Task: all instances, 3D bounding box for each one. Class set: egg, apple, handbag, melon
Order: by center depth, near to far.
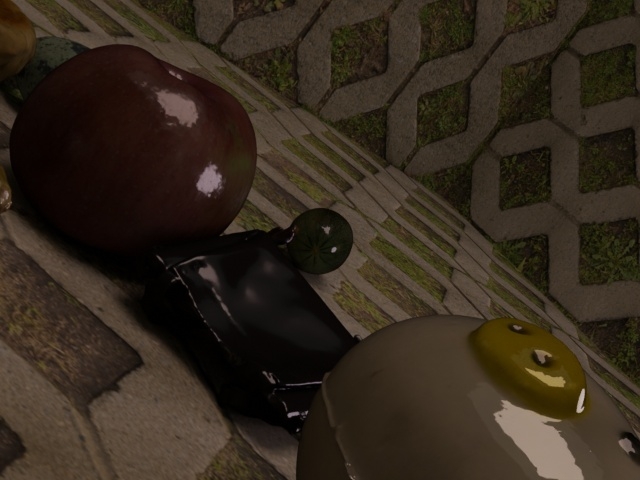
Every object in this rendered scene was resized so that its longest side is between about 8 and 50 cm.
[{"bbox_3d":[-0.072,0.112,1.462,0.285,0.113,0.257,49,20,21],"label":"handbag"},{"bbox_3d":[-0.226,-0.110,1.544,0.306,0.235,0.306,32,12,-7],"label":"apple"},{"bbox_3d":[-0.379,-0.231,1.838,0.172,0.132,0.132,39,11,3],"label":"egg"},{"bbox_3d":[0.000,0.000,2.127,0.114,0.114,0.167,38,12,4],"label":"melon"}]

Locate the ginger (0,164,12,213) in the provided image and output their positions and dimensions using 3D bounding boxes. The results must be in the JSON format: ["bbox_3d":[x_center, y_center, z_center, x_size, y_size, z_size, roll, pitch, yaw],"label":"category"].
[{"bbox_3d":[-0.519,-0.180,1.299,0.363,0.122,0.348,19,18,-42],"label":"ginger"}]

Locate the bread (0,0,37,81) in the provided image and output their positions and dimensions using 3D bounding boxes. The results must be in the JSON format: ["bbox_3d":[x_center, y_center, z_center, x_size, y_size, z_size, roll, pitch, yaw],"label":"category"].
[{"bbox_3d":[-0.507,-0.293,1.682,0.244,0.134,0.244,35,17,-12],"label":"bread"}]

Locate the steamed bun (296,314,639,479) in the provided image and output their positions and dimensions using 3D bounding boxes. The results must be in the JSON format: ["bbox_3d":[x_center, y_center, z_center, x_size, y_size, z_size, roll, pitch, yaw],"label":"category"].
[{"bbox_3d":[0.140,0.235,1.113,0.334,0.334,0.374,31,18,-30],"label":"steamed bun"}]

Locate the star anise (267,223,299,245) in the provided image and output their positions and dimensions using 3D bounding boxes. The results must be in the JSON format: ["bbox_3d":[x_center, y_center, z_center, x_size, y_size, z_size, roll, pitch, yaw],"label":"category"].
[{"bbox_3d":[-0.178,-0.090,1.760,0.346,0.237,0.148,34,43,14],"label":"star anise"}]

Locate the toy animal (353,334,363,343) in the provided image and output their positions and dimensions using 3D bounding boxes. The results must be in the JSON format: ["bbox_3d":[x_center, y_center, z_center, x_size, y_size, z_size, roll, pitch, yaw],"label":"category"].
[{"bbox_3d":[0.167,0.229,1.802,0.269,0.082,0.137,43,11,23],"label":"toy animal"}]
